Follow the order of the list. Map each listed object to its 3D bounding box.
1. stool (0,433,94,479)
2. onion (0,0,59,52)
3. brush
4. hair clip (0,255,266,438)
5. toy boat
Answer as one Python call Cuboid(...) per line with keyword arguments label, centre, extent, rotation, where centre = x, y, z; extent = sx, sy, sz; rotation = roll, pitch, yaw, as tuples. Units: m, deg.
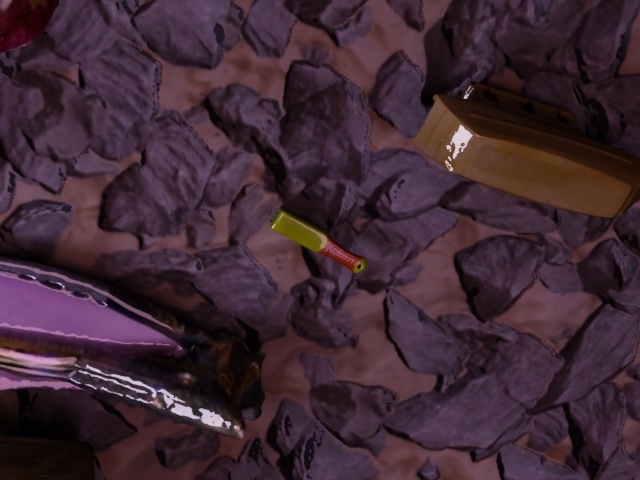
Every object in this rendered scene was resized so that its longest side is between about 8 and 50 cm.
Cuboid(label="stool", centre=(-0.310, 0.227, 1.175), extent=(0.264, 0.179, 0.179), rotation=(6, 114, -13))
Cuboid(label="onion", centre=(-0.227, -0.175, 1.051), extent=(0.107, 0.097, 0.107), rotation=(1, 85, -17))
Cuboid(label="brush", centre=(0.000, 0.000, 1.210), extent=(0.083, 0.021, 0.019), rotation=(29, 106, -15))
Cuboid(label="hair clip", centre=(-0.211, 0.081, 1.194), extent=(0.359, 0.095, 0.110), rotation=(14, 147, -7))
Cuboid(label="toy boat", centre=(0.163, -0.067, 1.178), extent=(0.200, 0.077, 0.057), rotation=(16, 124, -20))
